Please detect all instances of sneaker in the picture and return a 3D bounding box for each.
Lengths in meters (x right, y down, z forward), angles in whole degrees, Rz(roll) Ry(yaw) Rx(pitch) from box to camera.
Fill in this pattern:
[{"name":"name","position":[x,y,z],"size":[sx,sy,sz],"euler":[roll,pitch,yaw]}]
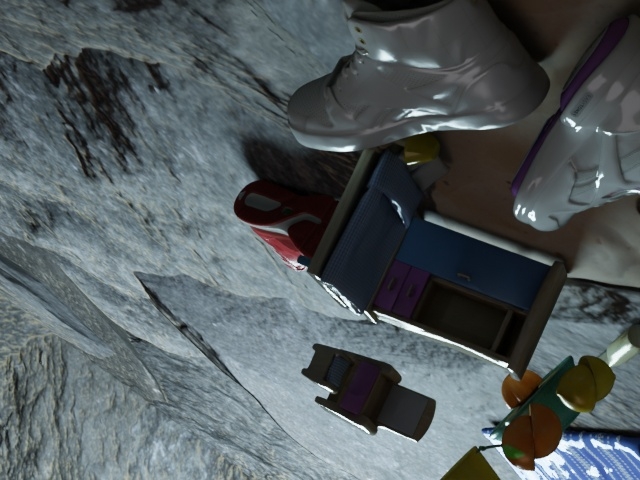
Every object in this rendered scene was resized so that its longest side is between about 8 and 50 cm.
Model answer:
[{"name":"sneaker","position":[0.052,-0.178,1.249],"size":[0.292,0.108,0.169],"euler":[-6,136,41]},{"name":"sneaker","position":[0.262,-0.068,1.182],"size":[0.152,0.114,0.305],"euler":[30,158,5]},{"name":"sneaker","position":[0.000,0.000,1.722],"size":[0.221,0.087,0.128],"euler":[31,169,34]}]

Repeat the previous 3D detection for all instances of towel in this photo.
[{"name":"towel","position":[0.408,0.367,1.952],"size":[0.243,0.040,0.336],"euler":[51,152,-19]}]

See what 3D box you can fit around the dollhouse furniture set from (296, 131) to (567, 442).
[{"name":"dollhouse furniture set","position":[0.106,0.055,1.410],"size":[0.198,0.286,0.303],"euler":[20,166,24]}]

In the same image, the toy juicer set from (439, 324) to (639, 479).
[{"name":"toy juicer set","position":[0.265,0.167,1.528],"size":[0.089,0.329,0.209],"euler":[45,138,9]}]
